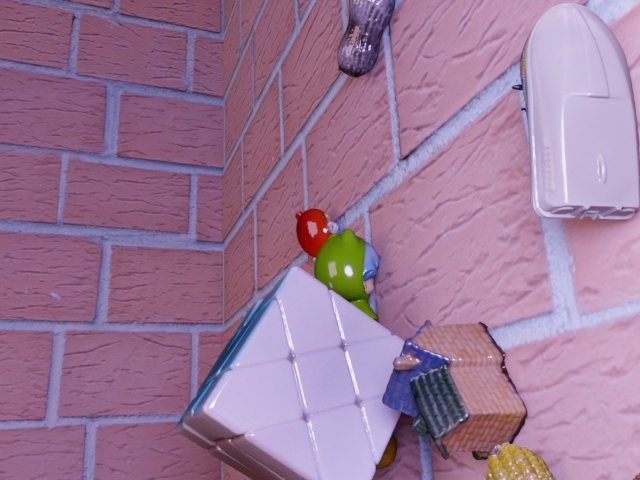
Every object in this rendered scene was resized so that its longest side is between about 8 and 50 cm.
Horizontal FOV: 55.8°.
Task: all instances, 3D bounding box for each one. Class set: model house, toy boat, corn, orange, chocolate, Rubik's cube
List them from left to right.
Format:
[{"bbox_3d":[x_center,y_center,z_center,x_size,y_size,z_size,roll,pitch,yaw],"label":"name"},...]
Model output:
[{"bbox_3d":[-0.047,0.298,1.173,0.322,0.319,0.316,-58,7,-30],"label":"Rubik's cube"},{"bbox_3d":[0.103,-0.494,1.391,0.110,0.110,0.248,-119,39,-56],"label":"chocolate"},{"bbox_3d":[0.110,0.415,1.217,0.095,0.085,0.085,151,121,-63],"label":"orange"},{"bbox_3d":[0.187,0.236,0.928,0.183,0.172,0.166,-116,37,-52],"label":"model house"},{"bbox_3d":[0.298,0.373,0.729,0.292,0.101,0.101,-129,48,-56],"label":"corn"},{"bbox_3d":[0.312,-0.151,0.750,0.141,0.141,0.269,135,138,-59],"label":"toy boat"}]

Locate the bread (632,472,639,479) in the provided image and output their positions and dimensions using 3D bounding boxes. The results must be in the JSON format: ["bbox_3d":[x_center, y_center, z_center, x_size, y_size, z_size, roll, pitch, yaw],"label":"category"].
[{"bbox_3d":[0.348,0.278,0.622,0.053,0.085,0.085,-8,79,62],"label":"bread"}]

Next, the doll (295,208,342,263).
[{"bbox_3d":[0.000,0.000,1.597,0.217,0.085,0.183,44,131,42],"label":"doll"}]

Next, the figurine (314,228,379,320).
[{"bbox_3d":[0.066,0.108,1.334,0.162,0.143,0.263,159,103,-73],"label":"figurine"}]
